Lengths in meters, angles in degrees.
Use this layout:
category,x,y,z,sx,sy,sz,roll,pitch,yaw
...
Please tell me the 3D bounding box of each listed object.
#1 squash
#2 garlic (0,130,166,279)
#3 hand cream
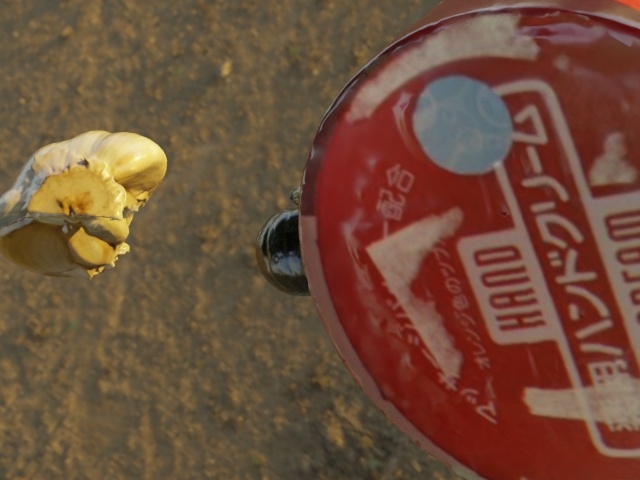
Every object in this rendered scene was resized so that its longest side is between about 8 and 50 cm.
category,x,y,z,sx,sy,sz,roll,pitch,yaw
squash,0.002,0.005,1.834,0.193,0.193,0.156,-1,80,40
garlic,-0.139,-0.024,0.752,0.113,0.094,0.074,-23,74,8
hand cream,0.117,-0.013,0.540,0.230,0.230,0.149,-13,18,33
